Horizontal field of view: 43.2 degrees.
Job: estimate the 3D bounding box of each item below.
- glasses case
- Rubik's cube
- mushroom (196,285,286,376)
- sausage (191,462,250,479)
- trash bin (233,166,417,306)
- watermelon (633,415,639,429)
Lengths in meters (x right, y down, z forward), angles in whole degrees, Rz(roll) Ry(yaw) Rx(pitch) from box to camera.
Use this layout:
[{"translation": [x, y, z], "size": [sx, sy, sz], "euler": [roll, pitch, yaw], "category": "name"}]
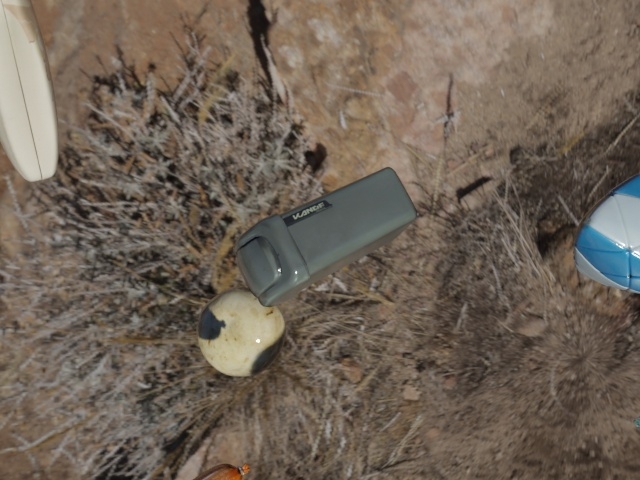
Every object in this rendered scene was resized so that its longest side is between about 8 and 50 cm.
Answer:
[{"translation": [-0.232, -0.128, 0.610], "size": [0.051, 0.204, 0.081], "euler": [-18, 59, -21], "category": "glasses case"}, {"translation": [0.500, 0.000, 1.392], "size": [0.255, 0.254, 0.254], "euler": [-3, 81, 18], "category": "Rubik's cube"}, {"translation": [-0.142, 0.162, 1.458], "size": [0.166, 0.127, 0.166], "euler": [2, 96, 14], "category": "mushroom"}, {"translation": [-0.227, 0.367, 0.961], "size": [0.348, 0.053, 0.053], "euler": [-29, 70, -28], "category": "sausage"}, {"translation": [0.000, 0.000, 1.109], "size": [0.236, 0.176, 0.101], "euler": [-26, 80, -15], "category": "trash bin"}, {"translation": [0.384, 0.178, 0.813], "size": [0.101, 0.155, 0.080], "euler": [28, 63, -2], "category": "watermelon"}]
